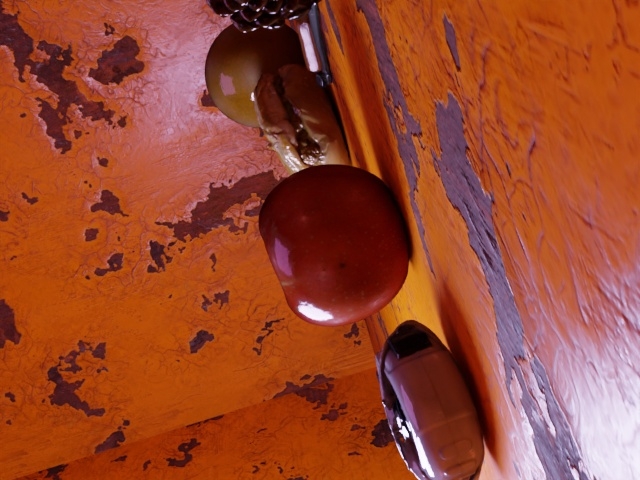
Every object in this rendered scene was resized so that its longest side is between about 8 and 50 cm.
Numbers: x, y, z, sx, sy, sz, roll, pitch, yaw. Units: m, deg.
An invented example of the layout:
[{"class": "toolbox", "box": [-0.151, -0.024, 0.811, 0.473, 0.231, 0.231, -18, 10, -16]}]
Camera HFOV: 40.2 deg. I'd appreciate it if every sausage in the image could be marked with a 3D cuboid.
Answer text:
[{"class": "sausage", "box": [-0.022, -0.420, 1.850, 0.039, 0.041, 0.131, -77, -20, -43]}]

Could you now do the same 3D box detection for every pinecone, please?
[{"class": "pinecone", "box": [-0.068, -0.365, 1.089, 0.208, 0.207, 0.208, 163, 90, -89]}]

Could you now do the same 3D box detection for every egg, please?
[{"class": "egg", "box": [-0.159, -0.434, 2.264, 0.351, 0.282, 0.283, -102, -4, -75]}]

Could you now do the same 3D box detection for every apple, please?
[{"class": "apple", "box": [0.026, 0.012, 1.375, 0.260, 0.216, 0.261, 162, 90, -88]}]

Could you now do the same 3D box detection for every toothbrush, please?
[{"class": "toothbrush", "box": [-0.007, -0.400, 1.710, 0.030, 0.030, 0.297, 46, 165, 26]}]

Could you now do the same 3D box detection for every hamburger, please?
[{"class": "hamburger", "box": [-0.042, -0.247, 2.031, 0.284, 0.174, 0.305, 71, -179, -54]}]

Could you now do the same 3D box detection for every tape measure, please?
[{"class": "tape measure", "box": [0.146, 0.219, 1.161, 0.197, 0.120, 0.236, 78, 171, -61]}]
